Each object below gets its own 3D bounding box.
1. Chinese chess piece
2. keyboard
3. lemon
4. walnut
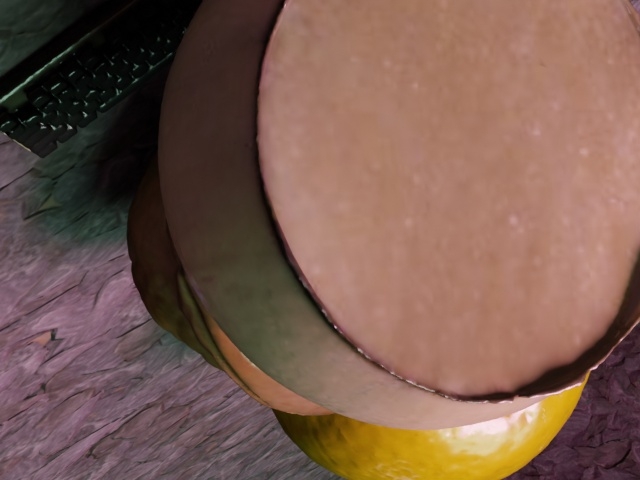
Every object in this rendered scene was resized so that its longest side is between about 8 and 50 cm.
[{"bbox_3d":[0.066,-0.051,0.942,0.338,0.338,0.140,-26,-174,-29],"label":"Chinese chess piece"},{"bbox_3d":[-0.081,-0.162,0.984,0.317,0.027,0.106,-36,163,2],"label":"keyboard"},{"bbox_3d":[0.092,0.085,1.460,0.348,0.348,0.348,-33,162,-12],"label":"lemon"},{"bbox_3d":[0.000,-0.002,1.155,0.313,0.277,0.252,-9,127,-54],"label":"walnut"}]
